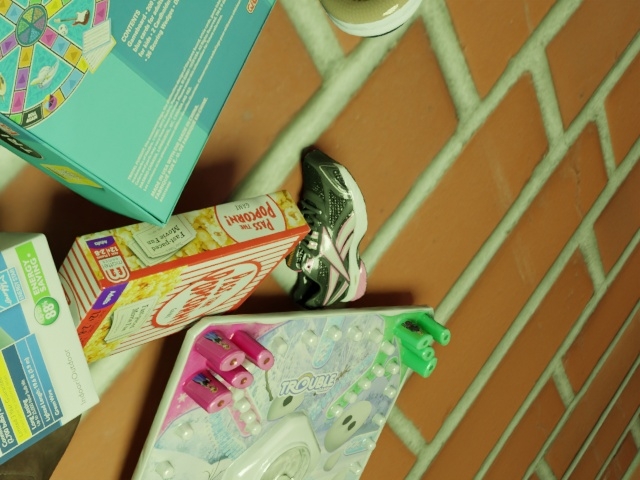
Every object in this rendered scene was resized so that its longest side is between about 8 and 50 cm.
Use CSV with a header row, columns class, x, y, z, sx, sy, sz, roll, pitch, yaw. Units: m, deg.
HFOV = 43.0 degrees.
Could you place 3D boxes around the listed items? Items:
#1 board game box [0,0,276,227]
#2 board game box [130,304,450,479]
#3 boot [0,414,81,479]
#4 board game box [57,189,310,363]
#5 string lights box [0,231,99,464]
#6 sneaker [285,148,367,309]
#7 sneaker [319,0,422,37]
class,x,y,z,sx,sy,sz,roll,pitch,yaw
board game box,-0.165,-0.195,0.475,0.336,0.079,0.254,40,70,-51
board game box,-0.042,0.256,0.884,0.390,0.050,0.390,3,115,-50
boot,-0.214,0.234,0.583,0.248,0.207,0.090,-54,141,-12
board game box,-0.121,0.032,0.648,0.193,0.045,0.147,-17,159,-42
string lights box,-0.275,0.101,0.491,0.260,0.077,0.133,-32,115,-46
sneaker,0.000,0.000,0.813,0.077,0.072,0.178,-25,123,-25
sneaker,0.051,-0.229,0.626,0.153,0.099,0.282,57,25,-54
